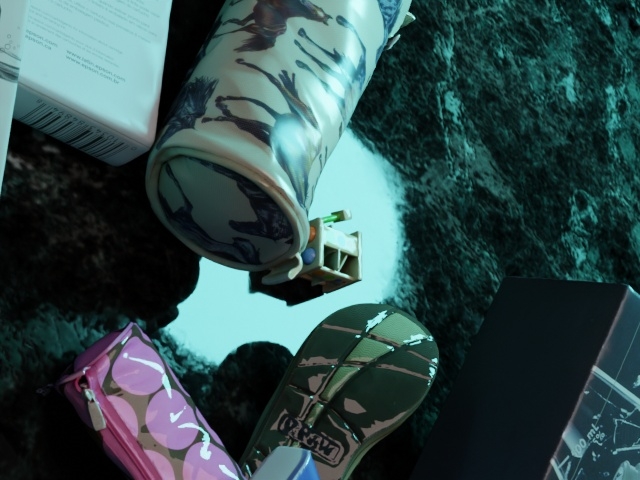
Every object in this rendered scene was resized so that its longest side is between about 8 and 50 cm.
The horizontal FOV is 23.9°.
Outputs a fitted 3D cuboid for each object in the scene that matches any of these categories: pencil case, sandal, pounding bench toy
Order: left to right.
[{"bbox_3d":[-0.131,0.174,1.234,0.209,0.095,0.098,53,7,-5],"label":"pencil case"},{"bbox_3d":[-0.027,-0.151,1.438,0.183,0.160,0.410,34,50,-14],"label":"pencil case"},{"bbox_3d":[-0.005,0.176,1.385,0.120,0.086,0.303,38,64,2],"label":"sandal"},{"bbox_3d":[0.000,0.000,1.482,0.065,0.052,0.083,21,59,-39],"label":"pounding bench toy"}]

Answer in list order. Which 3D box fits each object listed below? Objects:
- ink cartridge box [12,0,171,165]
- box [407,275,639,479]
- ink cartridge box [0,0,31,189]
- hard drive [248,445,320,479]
[{"bbox_3d":[-0.271,-0.270,1.308,0.324,0.071,0.330,26,53,-36],"label":"ink cartridge box"},{"bbox_3d":[0.265,0.259,1.476,0.312,0.179,0.343,36,72,-29],"label":"box"},{"bbox_3d":[-0.322,-0.165,1.089,0.197,0.114,0.272,7,94,-38],"label":"ink cartridge box"},{"bbox_3d":[-0.027,0.357,1.227,0.210,0.040,0.318,-50,132,-44],"label":"hard drive"}]
